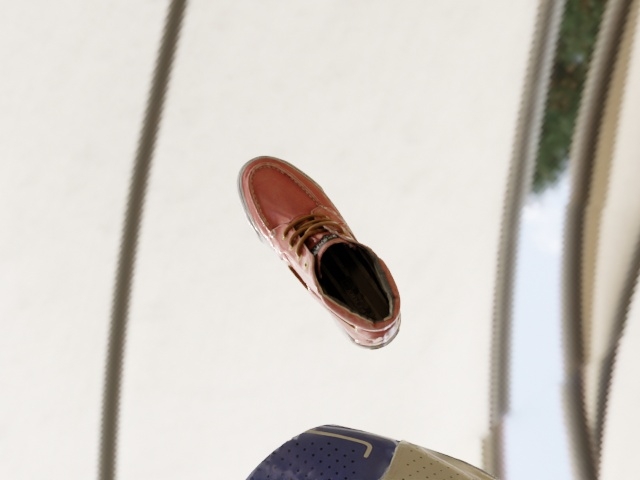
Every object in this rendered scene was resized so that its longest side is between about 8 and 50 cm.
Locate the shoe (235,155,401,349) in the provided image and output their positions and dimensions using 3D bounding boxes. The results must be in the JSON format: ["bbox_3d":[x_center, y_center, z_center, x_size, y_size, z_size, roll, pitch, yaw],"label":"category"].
[{"bbox_3d":[0.000,0.000,1.120,0.178,0.063,0.081,53,171,11],"label":"shoe"}]

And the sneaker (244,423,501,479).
[{"bbox_3d":[0.069,0.179,0.712,0.315,0.127,0.182,33,175,33],"label":"sneaker"}]
